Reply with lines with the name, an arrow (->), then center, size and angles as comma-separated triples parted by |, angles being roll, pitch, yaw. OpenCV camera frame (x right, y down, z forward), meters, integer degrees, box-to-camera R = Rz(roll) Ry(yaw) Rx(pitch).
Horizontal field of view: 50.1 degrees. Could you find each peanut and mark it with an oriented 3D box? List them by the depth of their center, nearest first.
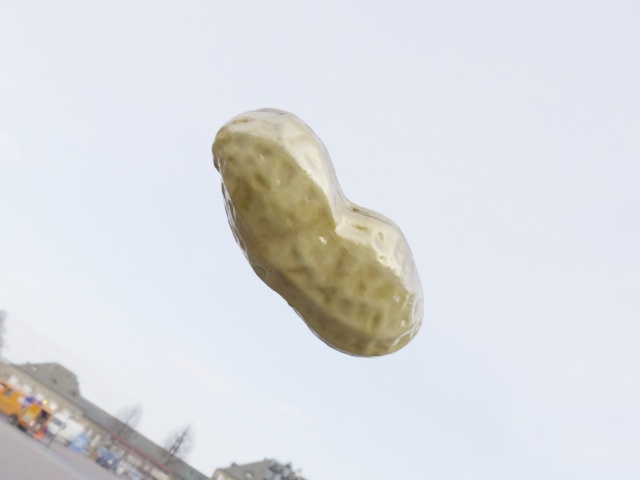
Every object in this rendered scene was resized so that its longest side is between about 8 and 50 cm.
peanut -> 0.000, 0.000, 0.705 | 0.305, 0.147, 0.147 | 46, -26, -17
